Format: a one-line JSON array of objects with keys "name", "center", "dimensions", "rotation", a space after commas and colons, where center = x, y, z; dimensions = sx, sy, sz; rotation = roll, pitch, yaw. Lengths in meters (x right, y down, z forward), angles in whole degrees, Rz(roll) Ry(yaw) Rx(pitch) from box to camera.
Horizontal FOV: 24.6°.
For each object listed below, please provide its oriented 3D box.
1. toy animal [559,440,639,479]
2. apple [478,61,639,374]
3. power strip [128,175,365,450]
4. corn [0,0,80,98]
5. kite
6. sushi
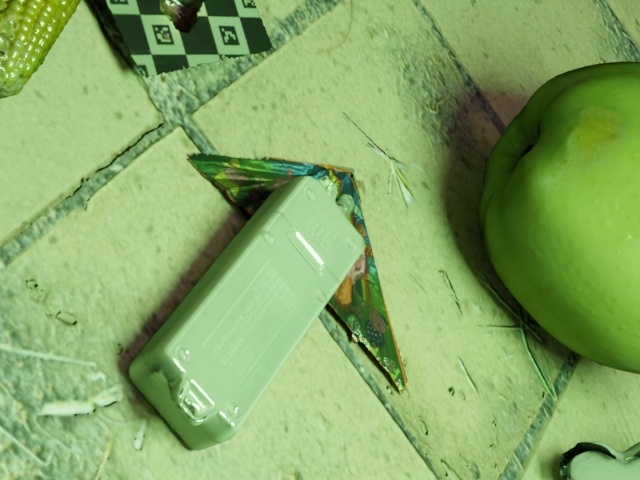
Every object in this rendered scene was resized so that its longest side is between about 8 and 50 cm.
[{"name": "toy animal", "center": [0.427, 0.311, 1.638], "dimensions": [0.258, 0.194, 0.357], "rotation": [50, 13, 24]}, {"name": "apple", "center": [0.350, -0.034, 1.613], "dimensions": [0.357, 0.357, 0.357], "rotation": [29, 47, -37]}, {"name": "power strip", "center": [-0.052, 0.050, 1.281], "dimensions": [0.098, 0.058, 0.338], "rotation": [50, 43, -12]}, {"name": "corn", "center": [-0.228, -0.245, 1.228], "dimensions": [0.097, 0.097, 0.319], "rotation": [39, 51, -28]}, {"name": "kite", "center": [0.000, 0.000, 1.436], "dimensions": [0.321, 0.016, 0.234], "rotation": [49, 36, -18]}, {"name": "sushi", "center": [-0.155, -0.255, 1.389], "dimensions": [0.193, 0.040, 0.210], "rotation": [-20, 85, -46]}]
